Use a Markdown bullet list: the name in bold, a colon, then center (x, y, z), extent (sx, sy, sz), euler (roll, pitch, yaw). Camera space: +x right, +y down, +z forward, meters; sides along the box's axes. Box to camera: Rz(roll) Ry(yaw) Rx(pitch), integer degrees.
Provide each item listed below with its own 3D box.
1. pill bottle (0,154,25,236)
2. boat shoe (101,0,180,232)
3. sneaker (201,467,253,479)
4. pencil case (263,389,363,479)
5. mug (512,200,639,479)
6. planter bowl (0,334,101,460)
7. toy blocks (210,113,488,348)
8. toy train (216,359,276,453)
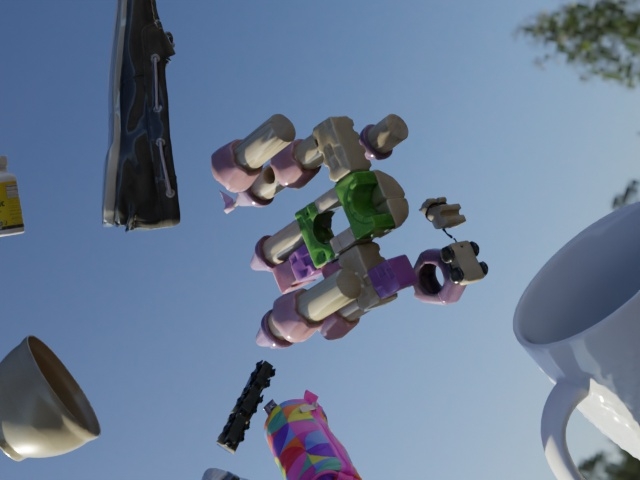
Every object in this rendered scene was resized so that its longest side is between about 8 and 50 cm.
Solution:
- **pill bottle**: center (-0.472, -0.063, 2.003), extent (0.065, 0.065, 0.116), euler (-15, -84, -74)
- **boat shoe**: center (-0.212, -0.172, 1.682), extent (0.112, 0.095, 0.335), euler (142, 131, -73)
- **sneaker**: center (-0.089, 0.529, 2.294), extent (0.366, 0.210, 0.137), euler (-106, 27, -54)
- **pencil case**: center (-0.011, 0.301, 1.893), extent (0.236, 0.104, 0.104), euler (-126, 44, -63)
- **mug**: center (0.433, 0.188, 1.803), extent (0.374, 0.328, 0.276), euler (-49, 16, -22)
- **planter bowl**: center (-0.378, 0.220, 1.795), extent (0.109, 0.162, 0.162), euler (-36, -18, 0)
- **toy blocks**: center (0.000, 0.000, 1.876), extent (0.309, 0.289, 0.260), euler (-9, -19, -45)
- **toy train**: center (-0.085, 0.186, 1.529), extent (0.036, 0.027, 0.158), euler (-50, 6, 30)
